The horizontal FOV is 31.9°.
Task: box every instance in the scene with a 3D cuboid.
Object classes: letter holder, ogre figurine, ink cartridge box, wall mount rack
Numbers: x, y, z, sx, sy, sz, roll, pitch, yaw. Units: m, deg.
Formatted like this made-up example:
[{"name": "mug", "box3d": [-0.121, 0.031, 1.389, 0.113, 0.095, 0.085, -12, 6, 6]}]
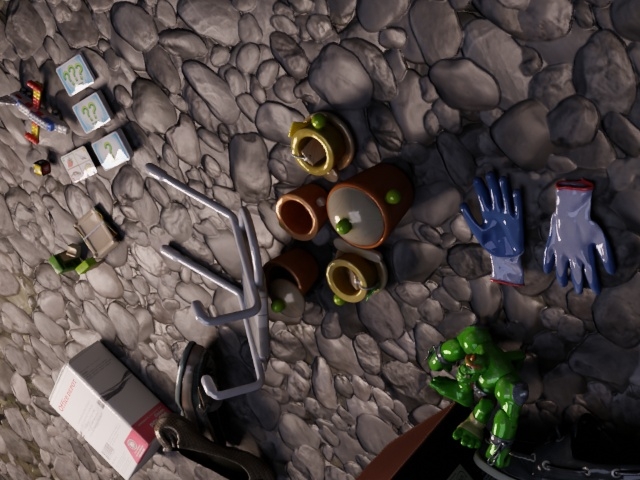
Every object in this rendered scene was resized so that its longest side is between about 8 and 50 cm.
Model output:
[{"name": "letter holder", "box3d": [0.110, 0.400, 1.575, 0.152, 0.302, 0.214, 50, 138, 1]}, {"name": "ogre figurine", "box3d": [0.213, 0.189, 1.487, 0.096, 0.197, 0.118, 16, 122, -16]}, {"name": "ink cartridge box", "box3d": [-0.391, 0.317, 2.094, 0.218, 0.092, 0.159, 42, 137, 7]}, {"name": "wall mount rack", "box3d": [-0.161, 0.052, 1.668, 0.350, 0.130, 0.304, 91, 163, -52]}]

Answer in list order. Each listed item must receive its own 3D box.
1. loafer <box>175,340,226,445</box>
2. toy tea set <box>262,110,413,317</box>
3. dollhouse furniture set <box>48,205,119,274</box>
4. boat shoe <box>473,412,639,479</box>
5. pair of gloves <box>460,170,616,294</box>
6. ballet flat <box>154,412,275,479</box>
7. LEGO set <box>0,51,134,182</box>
[{"name": "loafer", "box3d": [-0.196, 0.272, 1.917, 0.084, 0.096, 0.268, 15, 136, 8]}, {"name": "toy tea set", "box3d": [0.000, 0.000, 1.522, 0.200, 0.124, 0.336, 32, 134, 19]}, {"name": "dollhouse furniture set", "box3d": [-0.399, 0.005, 1.936, 0.151, 0.058, 0.076, -38, 84, 28]}, {"name": "boat shoe", "box3d": [0.349, 0.281, 1.438, 0.340, 0.127, 0.113, 12, 99, 48]}, {"name": "pair of gloves", "box3d": [0.264, -0.009, 1.372, 0.198, 0.023, 0.159, 8, 121, 35]}, {"name": "ballet flat", "box3d": [-0.182, 0.375, 1.918, 0.250, 0.058, 0.084, 37, 131, -26]}, {"name": "LEGO set", "box3d": [-0.422, -0.178, 1.807, 0.244, 0.060, 0.183, -16, 103, 45]}]
